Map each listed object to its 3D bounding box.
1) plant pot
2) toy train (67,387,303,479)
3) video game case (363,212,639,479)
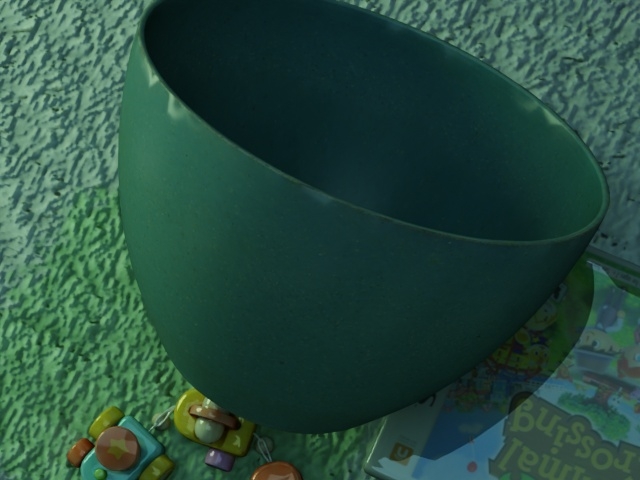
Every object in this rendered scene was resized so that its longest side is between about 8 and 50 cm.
[{"bbox_3d":[0.000,0.000,1.126,0.290,0.290,0.195,28,116,11],"label":"plant pot"},{"bbox_3d":[-0.081,0.153,1.187,0.166,0.046,0.125,-8,74,2],"label":"toy train"},{"bbox_3d":[0.162,0.102,1.192,0.212,0.023,0.193,23,79,10],"label":"video game case"}]
